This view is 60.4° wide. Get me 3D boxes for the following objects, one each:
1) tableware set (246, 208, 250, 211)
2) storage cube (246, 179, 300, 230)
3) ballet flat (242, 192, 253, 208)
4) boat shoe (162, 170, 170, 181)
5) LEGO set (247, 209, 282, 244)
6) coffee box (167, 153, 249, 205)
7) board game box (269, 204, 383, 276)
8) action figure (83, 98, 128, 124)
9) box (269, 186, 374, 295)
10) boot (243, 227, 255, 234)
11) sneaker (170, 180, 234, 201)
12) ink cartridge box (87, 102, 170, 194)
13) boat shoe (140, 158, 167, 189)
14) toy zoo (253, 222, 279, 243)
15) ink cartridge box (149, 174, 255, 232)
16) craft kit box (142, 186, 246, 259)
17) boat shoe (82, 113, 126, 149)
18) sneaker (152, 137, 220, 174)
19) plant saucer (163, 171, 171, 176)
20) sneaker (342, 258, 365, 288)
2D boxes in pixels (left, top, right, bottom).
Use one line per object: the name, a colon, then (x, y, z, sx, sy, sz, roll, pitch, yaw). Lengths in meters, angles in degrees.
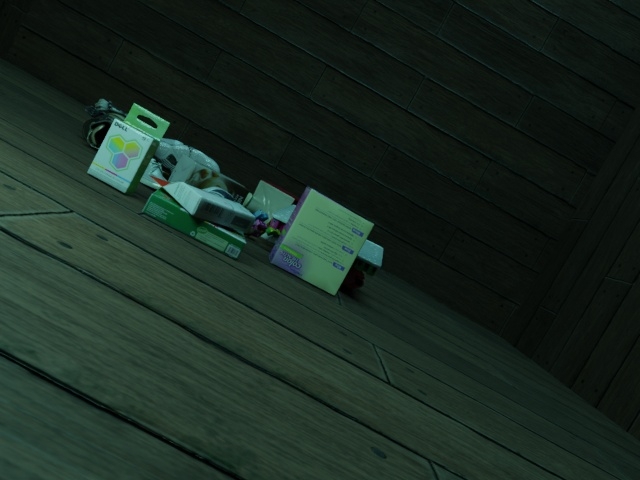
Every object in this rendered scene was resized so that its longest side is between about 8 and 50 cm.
tableware set: (-0.345, -0.116, 2.049, 0.141, 0.020, 0.169, 22, 16, 1)
storage cube: (-0.200, -0.137, 2.425, 0.214, 0.184, 0.193, 31, 5, 14)
ballet flat: (-0.347, -0.164, 2.240, 0.086, 0.086, 0.248, 28, -15, -19)
boat shoe: (-0.566, -0.226, 1.868, 0.045, 0.050, 0.135, 37, 6, 22)
LEGO set: (-0.196, -0.032, 1.915, 0.227, 0.093, 0.087, 32, 31, -56)
coffee box: (-0.373, -0.165, 1.820, 0.098, 0.141, 0.246, 32, 5, 41)
board game box: (0.034, -0.009, 1.944, 0.389, 0.050, 0.390, 26, 11, 3)
action figure: (-0.804, -0.437, 2.078, 0.275, 0.164, 0.140, 14, -1, 37)
box: (0.000, 0.000, 1.618, 0.213, 0.243, 0.117, 28, 4, -12)
boot: (-0.249, -0.031, 1.734, 0.106, 0.037, 0.114, 14, 5, -19)
sneaker: (-0.319, -0.101, 1.653, 0.153, 0.099, 0.282, 26, 9, 27)
ink cartridge box: (-0.478, -0.232, 1.375, 0.108, 0.209, 0.062, 29, 1, -1)
boat shoe: (-0.545, -0.222, 1.728, 0.227, 0.081, 0.079, 30, 4, 21)
toy zoo: (-0.211, -0.035, 2.134, 0.293, 0.030, 0.192, 32, 4, 30)
ink cartridge box: (-0.298, -0.112, 1.390, 0.189, 0.066, 0.232, 20, 18, -51)
craft kit box: (-0.314, -0.050, 1.402, 0.249, 0.061, 0.246, 29, 1, -14)
boat shoe: (-0.723, -0.369, 1.871, 0.355, 0.133, 0.130, 13, 11, 37)
sneaker: (-0.527, -0.304, 2.060, 0.365, 0.138, 0.210, 17, 13, 6)
plant saucer: (-0.489, -0.205, 2.208, 0.258, 0.048, 0.259, 27, 4, -35)
sneaker: (0.103, 0.124, 1.976, 0.136, 0.116, 0.313, 40, 14, 15)
